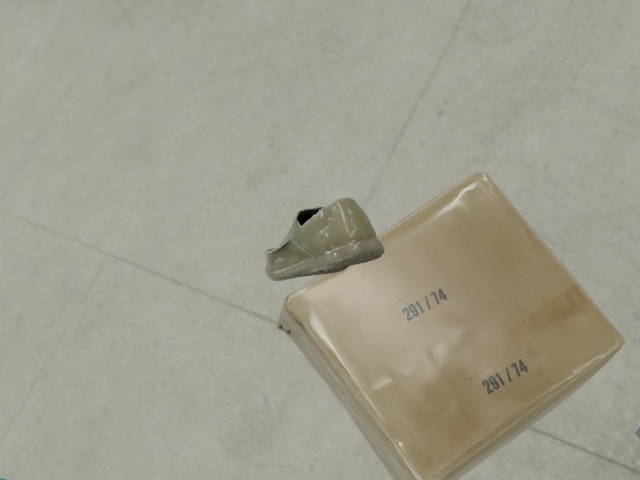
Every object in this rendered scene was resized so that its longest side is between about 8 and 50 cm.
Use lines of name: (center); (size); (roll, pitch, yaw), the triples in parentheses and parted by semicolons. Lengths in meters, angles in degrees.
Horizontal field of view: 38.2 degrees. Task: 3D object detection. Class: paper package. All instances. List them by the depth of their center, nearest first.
paper package: (0.162, 0.126, 1.205); (0.324, 0.168, 0.309); (-34, 76, -13)

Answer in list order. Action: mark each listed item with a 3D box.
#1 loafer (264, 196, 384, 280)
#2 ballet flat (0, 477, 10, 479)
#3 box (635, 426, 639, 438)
loafer: (0.000, 0.000, 0.698); (0.148, 0.056, 0.050); (-16, 82, 59)
ballet flat: (-0.382, 0.220, 0.752); (0.083, 0.247, 0.087); (-41, 39, 55)
box: (0.489, 0.278, 0.738); (0.097, 0.395, 0.318); (-58, 11, 7)
